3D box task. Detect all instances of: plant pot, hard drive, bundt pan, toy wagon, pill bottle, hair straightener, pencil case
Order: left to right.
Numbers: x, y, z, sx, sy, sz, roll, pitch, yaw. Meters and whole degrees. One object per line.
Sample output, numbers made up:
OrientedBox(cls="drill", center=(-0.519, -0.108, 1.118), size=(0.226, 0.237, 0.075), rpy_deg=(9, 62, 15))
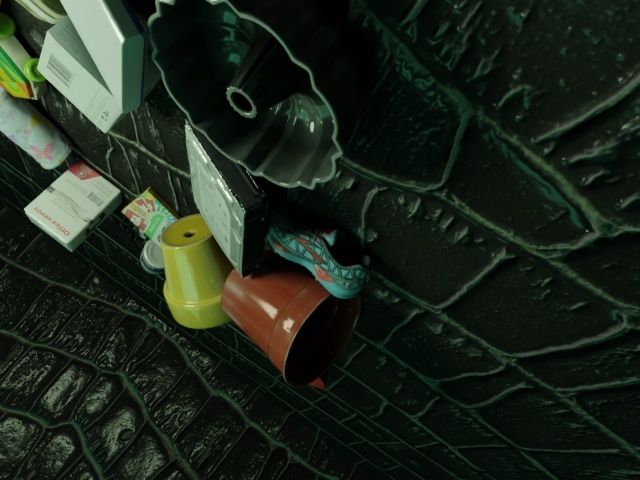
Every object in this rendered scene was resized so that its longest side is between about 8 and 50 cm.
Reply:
OrientedBox(cls="toy wagon", center=(-0.814, -0.499, 1.335), size=(0.267, 0.068, 0.344), rpy_deg=(16, 148, 37))
OrientedBox(cls="pencil case", center=(-0.850, -0.324, 1.580), size=(0.124, 0.114, 0.273), rpy_deg=(-22, 140, 15))
OrientedBox(cls="hard drive", center=(-0.363, -0.385, 0.850), size=(0.319, 0.040, 0.210), rpy_deg=(60, 155, 4))
OrientedBox(cls="hair straightener", center=(-0.647, -0.026, 1.969), size=(0.089, 0.047, 0.230), rpy_deg=(29, 149, 16))
OrientedBox(cls="pill bottle", center=(-0.568, 0.059, 1.921), size=(0.112, 0.112, 0.186), rpy_deg=(41, 155, -9))
OrientedBox(cls="plant pot", center=(-0.319, 0.069, 1.494), size=(0.254, 0.254, 0.239), rpy_deg=(16, 134, 36))
OrientedBox(cls="hard drive", center=(-0.201, -0.082, 1.172), size=(0.237, 0.064, 0.339), rpy_deg=(56, 158, 16))
OrientedBox(cls="bundt pan", center=(-0.076, -0.233, 0.787), size=(0.330, 0.124, 0.331), rpy_deg=(30, 154, 16))
OrientedBox(cls="plant pot", center=(-0.084, 0.167, 1.348), size=(0.265, 0.272, 0.272), rpy_deg=(32, 156, 30))

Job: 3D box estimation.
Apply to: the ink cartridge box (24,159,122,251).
OrientedBox(cls="ink cartridge box", center=(-0.782, -0.110, 1.756), size=(0.172, 0.237, 0.100), rpy_deg=(38, 155, -2))

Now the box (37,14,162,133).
OrientedBox(cls="box", center=(-0.428, -0.331, 1.070), size=(0.182, 0.119, 0.181), rpy_deg=(46, 153, -19))

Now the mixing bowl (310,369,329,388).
OrientedBox(cls="mixing bowl", center=(-0.036, 0.400, 1.839), size=(0.181, 0.098, 0.181), rpy_deg=(29, 155, 15))

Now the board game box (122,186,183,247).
OrientedBox(cls="board game box", center=(-0.454, -0.032, 1.646), size=(0.124, 0.039, 0.259), rpy_deg=(-32, 116, 26))

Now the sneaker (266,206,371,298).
OrientedBox(cls="sneaker", center=(0.000, 0.000, 1.152), size=(0.261, 0.104, 0.125), rpy_deg=(37, 133, 1))

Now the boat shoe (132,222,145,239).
OrientedBox(cls="boat shoe", center=(-0.568, -0.065, 1.762), size=(0.076, 0.080, 0.228), rpy_deg=(39, 162, -8))

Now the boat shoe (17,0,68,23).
OrientedBox(cls="boat shoe", center=(-0.564, -0.508, 0.951), size=(0.103, 0.113, 0.302), rpy_deg=(0, 138, 44))
